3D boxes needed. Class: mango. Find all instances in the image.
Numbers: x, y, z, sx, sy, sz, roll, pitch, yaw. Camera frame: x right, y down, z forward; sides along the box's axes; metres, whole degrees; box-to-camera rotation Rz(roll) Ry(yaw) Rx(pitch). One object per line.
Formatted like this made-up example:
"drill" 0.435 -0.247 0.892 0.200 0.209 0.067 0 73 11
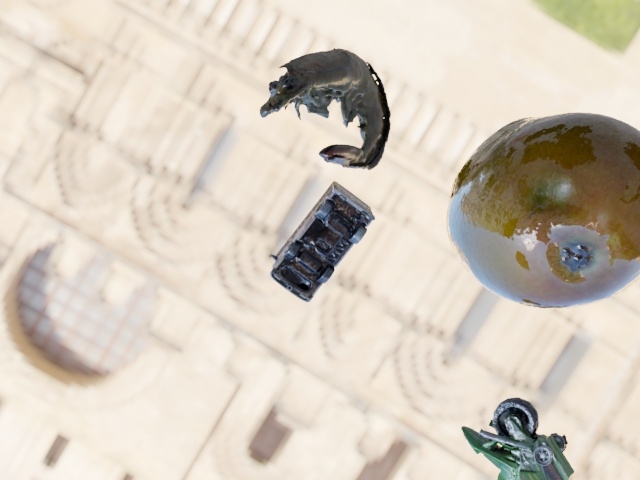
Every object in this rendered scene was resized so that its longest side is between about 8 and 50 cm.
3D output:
"mango" 0.225 -0.038 1.929 0.173 0.211 0.317 47 178 -18

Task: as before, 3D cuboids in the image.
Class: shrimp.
"shrimp" 0.016 -0.163 2.531 0.253 0.058 0.173 -30 -80 -54

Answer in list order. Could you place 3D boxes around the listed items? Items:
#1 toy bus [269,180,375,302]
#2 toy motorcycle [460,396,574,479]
"toy bus" 0.000 0.000 1.782 0.052 0.102 0.058 36 -169 -9
"toy motorcycle" 0.259 0.288 2.410 0.190 0.106 0.074 57 -157 5
